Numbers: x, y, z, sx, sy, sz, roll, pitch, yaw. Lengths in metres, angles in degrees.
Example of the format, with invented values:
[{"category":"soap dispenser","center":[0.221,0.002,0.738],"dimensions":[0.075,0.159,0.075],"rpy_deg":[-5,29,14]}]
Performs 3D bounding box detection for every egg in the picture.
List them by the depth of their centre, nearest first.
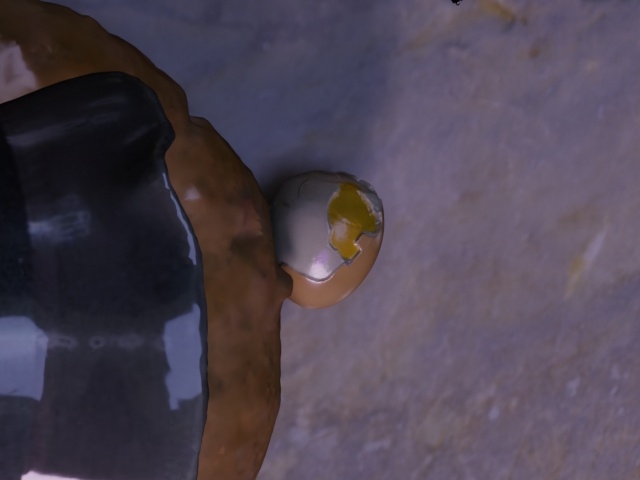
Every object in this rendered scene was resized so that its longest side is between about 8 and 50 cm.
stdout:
[{"category":"egg","center":[0.000,0.000,0.871],"dimensions":[0.071,0.071,0.083],"rpy_deg":[4,103,-31]}]

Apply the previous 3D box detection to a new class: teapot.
[{"category":"teapot","center":[-0.239,0.049,0.528],"dimensions":[0.344,0.253,0.300],"rpy_deg":[0,146,-25]}]

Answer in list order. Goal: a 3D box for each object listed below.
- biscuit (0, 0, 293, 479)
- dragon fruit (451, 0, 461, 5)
[{"category":"biscuit","center":[-0.209,0.094,0.749],"dimensions":[0.446,0.104,0.429],"rpy_deg":[-18,114,-26]},{"category":"dragon fruit","center":[0.053,-0.229,0.786],"dimensions":[0.182,0.182,0.188],"rpy_deg":[-7,87,-29]}]
